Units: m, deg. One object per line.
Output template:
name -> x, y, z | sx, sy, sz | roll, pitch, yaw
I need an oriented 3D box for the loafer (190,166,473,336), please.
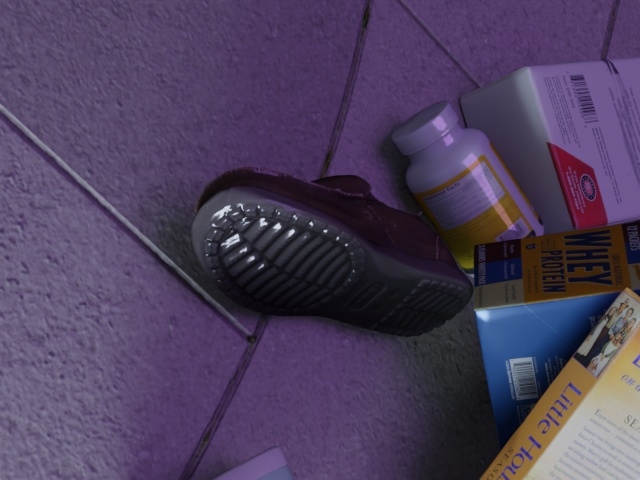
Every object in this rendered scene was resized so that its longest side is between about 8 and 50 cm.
loafer -> 0.000, 0.000, 1.679 | 0.366, 0.134, 0.130 | 24, 36, -48

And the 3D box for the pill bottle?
pill bottle -> 0.158, -0.057, 1.851 | 0.184, 0.103, 0.103 | 55, 45, -14

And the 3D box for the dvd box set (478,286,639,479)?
dvd box set -> 0.284, 0.288, 1.689 | 0.307, 0.062, 0.420 | 32, 96, -32

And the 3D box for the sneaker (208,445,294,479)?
sneaker -> -0.086, 0.286, 1.455 | 0.256, 0.094, 0.151 | -22, 82, -48

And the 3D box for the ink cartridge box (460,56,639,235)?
ink cartridge box -> 0.315, -0.105, 2.016 | 0.273, 0.114, 0.197 | -10, 81, -45

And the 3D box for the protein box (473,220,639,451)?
protein box -> 0.274, 0.106, 1.766 | 0.136, 0.201, 0.200 | -81, 161, -60
